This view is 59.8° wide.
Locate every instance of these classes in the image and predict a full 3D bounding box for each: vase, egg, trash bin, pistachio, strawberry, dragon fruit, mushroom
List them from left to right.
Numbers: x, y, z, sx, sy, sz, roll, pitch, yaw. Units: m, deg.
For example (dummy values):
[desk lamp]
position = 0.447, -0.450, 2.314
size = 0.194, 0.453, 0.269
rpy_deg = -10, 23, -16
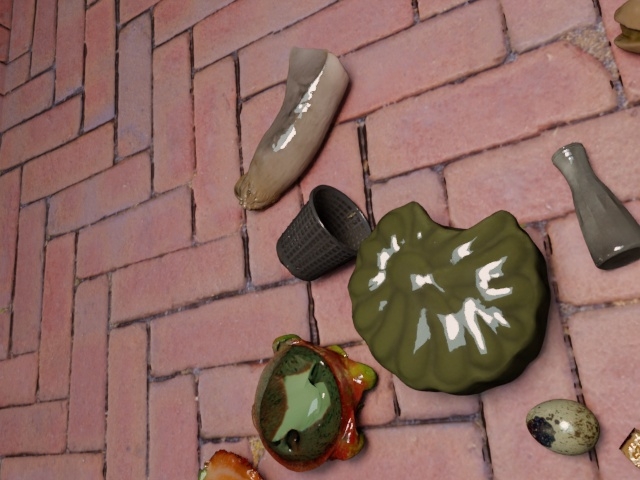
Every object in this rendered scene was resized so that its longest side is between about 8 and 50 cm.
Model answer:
[strawberry]
position = -0.189, 0.522, 1.189
size = 0.192, 0.085, 0.140
rpy_deg = -39, 53, 13
[mushroom]
position = -0.072, -0.243, 1.283
size = 0.177, 0.126, 0.397
rpy_deg = 28, 94, 44
[dragon fruit]
position = -0.026, 0.326, 1.114
size = 0.295, 0.130, 0.269
rpy_deg = -40, 55, 19
[trash bin]
position = 0.000, 0.000, 1.163
size = 0.161, 0.175, 0.176
rpy_deg = -42, 59, 32
[egg]
position = 0.381, 0.293, 0.878
size = 0.110, 0.085, 0.085
rpy_deg = 1, 79, 36
[vase]
position = 0.456, -0.063, 0.926
size = 0.086, 0.086, 0.214
rpy_deg = -28, 60, 24
[pistachio]
position = 0.592, -0.363, 0.891
size = 0.225, 0.135, 0.136
rpy_deg = 3, 80, 41

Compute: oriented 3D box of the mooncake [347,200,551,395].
[mooncake]
position = 0.216, 0.100, 0.976
size = 0.350, 0.187, 0.352
rpy_deg = -7, 75, 29

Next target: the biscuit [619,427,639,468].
[biscuit]
position = 0.526, 0.345, 0.791
size = 0.188, 0.056, 0.052
rpy_deg = 38, 97, 35
